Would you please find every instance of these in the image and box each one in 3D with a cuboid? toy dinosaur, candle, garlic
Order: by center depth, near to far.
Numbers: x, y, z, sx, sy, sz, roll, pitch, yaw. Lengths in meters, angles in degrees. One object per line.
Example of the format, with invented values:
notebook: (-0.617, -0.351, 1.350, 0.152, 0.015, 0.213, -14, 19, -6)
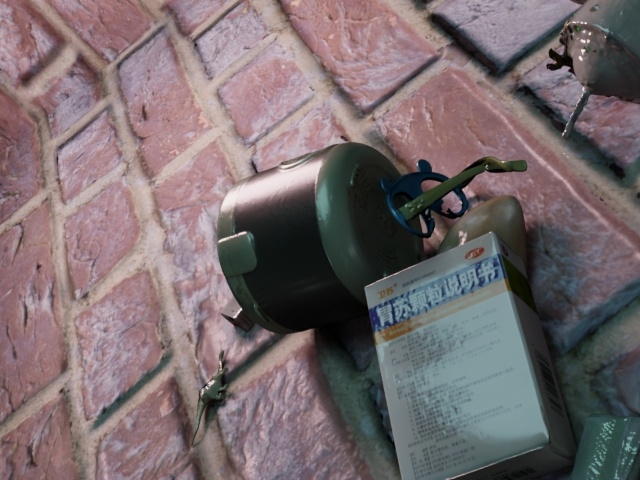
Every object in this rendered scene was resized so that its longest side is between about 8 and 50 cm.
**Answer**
garlic: (0.226, 0.061, 1.471, 0.143, 0.112, 0.318, -14, 53, 32)
candle: (0.469, -0.303, 1.553, 0.330, 0.187, 0.187, -49, 34, -7)
toy dinosaur: (-0.183, 0.256, 1.709, 0.058, 0.037, 0.180, -40, 17, 49)

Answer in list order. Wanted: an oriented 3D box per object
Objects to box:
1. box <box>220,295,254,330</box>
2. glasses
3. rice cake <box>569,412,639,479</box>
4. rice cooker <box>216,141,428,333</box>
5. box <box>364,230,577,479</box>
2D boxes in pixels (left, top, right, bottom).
box: (-0.092, 0.063, 1.828, 0.055, 0.039, 0.218, 13, 61, 53)
glasses: (0.219, -0.072, 1.549, 0.207, 0.102, 0.239, -5, 12, 33)
rice cake: (0.315, 0.298, 1.151, 0.080, 0.042, 0.221, 0, 51, 40)
rice cooker: (-0.003, -0.001, 1.607, 0.277, 0.288, 0.288, -17, 41, 34)
box: (0.187, 0.166, 1.302, 0.200, 0.106, 0.299, -25, 54, 23)
